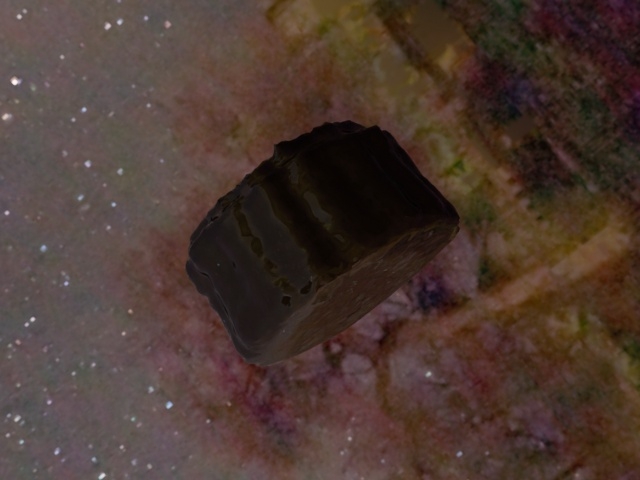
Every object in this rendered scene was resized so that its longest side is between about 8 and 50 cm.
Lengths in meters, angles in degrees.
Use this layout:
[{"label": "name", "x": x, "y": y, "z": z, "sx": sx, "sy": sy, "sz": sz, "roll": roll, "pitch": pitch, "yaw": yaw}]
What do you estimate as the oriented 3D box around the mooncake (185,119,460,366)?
[{"label": "mooncake", "x": -0.001, "y": 0.002, "z": 0.947, "sx": 0.187, "sy": 0.324, "sz": 0.324, "roll": 53, "pitch": -167, "yaw": 15}]
